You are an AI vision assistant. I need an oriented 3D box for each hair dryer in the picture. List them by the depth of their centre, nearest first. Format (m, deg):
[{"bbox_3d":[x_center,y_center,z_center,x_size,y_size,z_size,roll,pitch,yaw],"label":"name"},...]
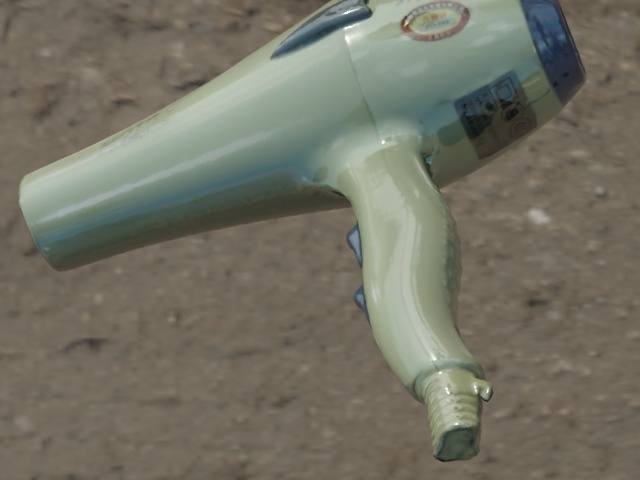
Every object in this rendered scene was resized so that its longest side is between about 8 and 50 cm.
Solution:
[{"bbox_3d":[-0.028,-0.010,0.976,0.296,0.119,0.298,-7,43,26],"label":"hair dryer"}]
